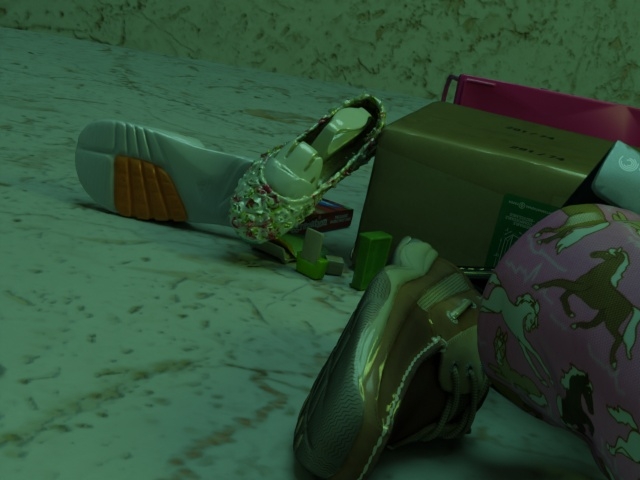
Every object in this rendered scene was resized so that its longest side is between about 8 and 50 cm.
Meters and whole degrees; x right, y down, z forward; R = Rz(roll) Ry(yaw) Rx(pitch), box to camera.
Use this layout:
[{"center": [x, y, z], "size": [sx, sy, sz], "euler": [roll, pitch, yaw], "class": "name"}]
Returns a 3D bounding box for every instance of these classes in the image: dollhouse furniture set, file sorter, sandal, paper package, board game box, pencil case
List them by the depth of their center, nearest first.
[{"center": [0.233, 0.123, 0.621], "size": [0.167, 0.160, 0.386], "euler": [35, 9, -31], "class": "pencil case"}, {"center": [0.000, 0.000, 1.175], "size": [0.152, 0.058, 0.076], "euler": [24, 19, 39], "class": "dollhouse furniture set"}, {"center": [-0.144, -0.065, 1.248], "size": [0.265, 0.102, 0.076], "euler": [14, 8, 3], "class": "sandal"}, {"center": [0.233, -0.036, 1.273], "size": [0.325, 0.168, 0.309], "euler": [16, 17, 14], "class": "paper package"}, {"center": [-0.113, -0.063, 1.388], "size": [0.281, 0.027, 0.145], "euler": [20, 19, 30], "class": "board game box"}, {"center": [0.302, -0.112, 1.550], "size": [0.291, 0.202, 0.182], "euler": [10, 12, -4], "class": "file sorter"}]

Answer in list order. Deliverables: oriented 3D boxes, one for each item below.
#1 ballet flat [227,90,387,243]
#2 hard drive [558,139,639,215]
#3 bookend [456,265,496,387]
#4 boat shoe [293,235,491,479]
[{"center": [-0.010, -0.089, 1.173], "size": [0.091, 0.077, 0.241], "euler": [38, 51, 9], "class": "ballet flat"}, {"center": [0.275, 0.061, 0.840], "size": [0.255, 0.172, 0.054], "euler": [42, 51, 10], "class": "hard drive"}, {"center": [0.203, 0.083, 0.992], "size": [0.156, 0.072, 0.157], "euler": [3, 17, -29], "class": "bookend"}, {"center": [0.073, 0.086, 0.805], "size": [0.116, 0.123, 0.324], "euler": [30, 24, 5], "class": "boat shoe"}]
